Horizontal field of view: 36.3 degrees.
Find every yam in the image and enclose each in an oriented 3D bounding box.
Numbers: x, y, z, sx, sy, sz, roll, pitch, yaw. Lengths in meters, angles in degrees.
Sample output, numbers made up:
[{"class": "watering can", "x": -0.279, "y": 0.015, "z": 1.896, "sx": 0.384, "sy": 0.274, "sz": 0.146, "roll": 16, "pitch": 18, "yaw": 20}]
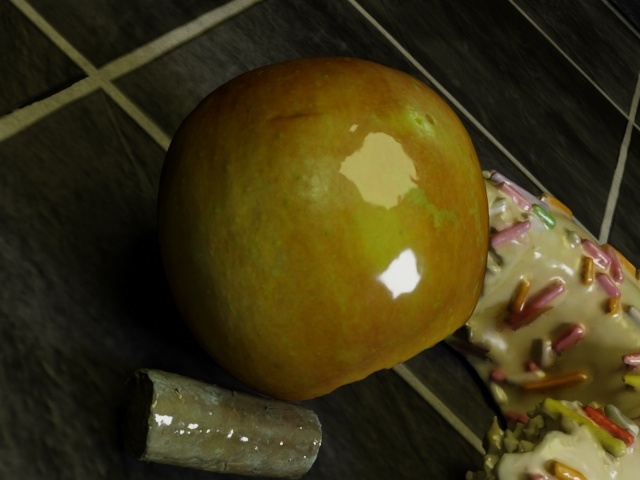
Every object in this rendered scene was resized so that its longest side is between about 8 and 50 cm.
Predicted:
[{"class": "yam", "x": -0.060, "y": 0.115, "z": 0.597, "sx": 0.132, "sy": 0.054, "sz": 0.054, "roll": 19, "pitch": 41, "yaw": -37}]

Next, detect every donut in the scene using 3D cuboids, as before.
[{"class": "donut", "x": 0.186, "y": 0.109, "z": 0.787, "sx": 0.307, "sy": 0.150, "sz": 0.371, "roll": 22, "pitch": 39, "yaw": -33}]

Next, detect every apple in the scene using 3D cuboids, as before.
[{"class": "apple", "x": 0.000, "y": 0.000, "z": 0.634, "sx": 0.237, "sy": 0.237, "sz": 0.207, "roll": 5, "pitch": 69, "yaw": -46}]
